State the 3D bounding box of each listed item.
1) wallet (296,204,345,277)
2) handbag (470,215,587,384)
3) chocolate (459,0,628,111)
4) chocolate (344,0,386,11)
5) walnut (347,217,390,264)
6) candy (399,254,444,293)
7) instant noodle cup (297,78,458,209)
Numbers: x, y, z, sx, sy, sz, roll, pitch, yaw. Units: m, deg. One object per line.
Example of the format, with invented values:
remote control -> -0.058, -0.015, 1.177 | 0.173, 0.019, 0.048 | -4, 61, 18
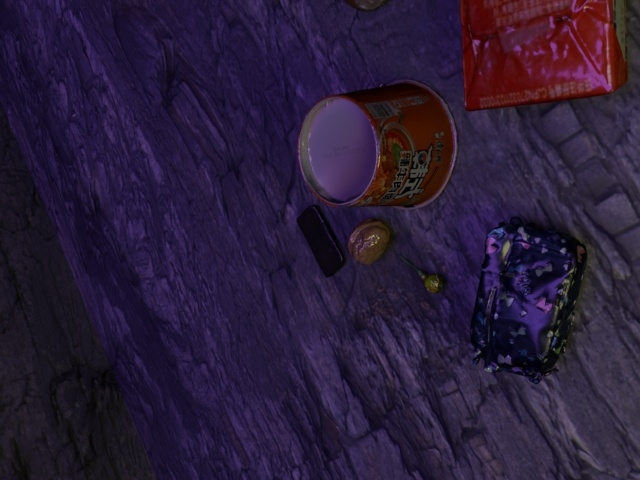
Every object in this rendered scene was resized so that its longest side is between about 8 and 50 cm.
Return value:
wallet -> 0.000, 0.000, 1.441 | 0.082, 0.018, 0.156 | -46, 66, 42
handbag -> 0.330, 0.095, 1.061 | 0.162, 0.113, 0.260 | 17, 109, 36
chocolate -> 0.332, -0.321, 0.973 | 0.237, 0.108, 0.234 | 1, 99, 44
chocolate -> 0.057, -0.586, 1.207 | 0.185, 0.100, 0.303 | -28, 78, 49
walnut -> 0.097, 0.000, 1.301 | 0.096, 0.083, 0.079 | -62, 26, 25
candy -> 0.192, 0.061, 1.258 | 0.123, 0.035, 0.035 | 40, 115, 43
instant noodle cup -> 0.093, -0.169, 1.185 | 0.250, 0.192, 0.250 | 11, 106, 43
